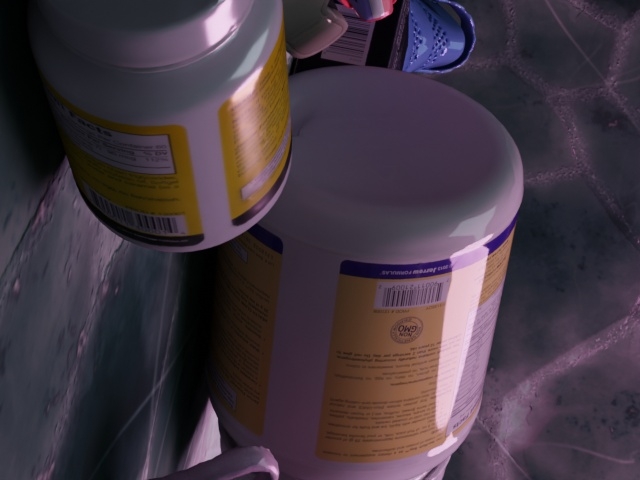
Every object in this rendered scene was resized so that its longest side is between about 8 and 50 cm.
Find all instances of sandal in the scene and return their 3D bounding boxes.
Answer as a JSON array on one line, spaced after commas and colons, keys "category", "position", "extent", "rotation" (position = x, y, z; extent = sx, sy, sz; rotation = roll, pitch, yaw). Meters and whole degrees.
[{"category": "sandal", "position": [0.111, -0.252, 2.076], "extent": [0.317, 0.138, 0.126], "rotation": [-50, 153, -73]}]

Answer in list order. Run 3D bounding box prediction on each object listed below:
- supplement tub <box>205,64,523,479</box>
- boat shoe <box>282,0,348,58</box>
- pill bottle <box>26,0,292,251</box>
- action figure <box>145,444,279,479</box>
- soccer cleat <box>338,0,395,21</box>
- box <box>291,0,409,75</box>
[{"category": "supplement tub", "position": [0.028, 0.051, 1.429], "extent": [0.241, 0.241, 0.331], "rotation": [-70, 170, -53]}, {"category": "boat shoe", "position": [-0.029, -0.201, 1.383], "extent": [0.065, 0.075, 0.206], "rotation": [59, 5, 12]}, {"category": "pill bottle", "position": [-0.075, -0.087, 0.831], "extent": [0.208, 0.119, 0.119], "rotation": [89, 15, -65]}, {"category": "action figure", "position": [-0.085, 0.290, 1.361], "extent": [0.370, 0.248, 0.276], "rotation": [-19, 94, -81]}, {"category": "soccer cleat", "position": [0.034, -0.238, 1.517], "extent": [0.248, 0.083, 0.095], "rotation": [-89, 166, -83]}, {"category": "box", "position": [0.030, -0.169, 1.708], "extent": [0.158, 0.093, 0.156], "rotation": [86, 17, -71]}]
